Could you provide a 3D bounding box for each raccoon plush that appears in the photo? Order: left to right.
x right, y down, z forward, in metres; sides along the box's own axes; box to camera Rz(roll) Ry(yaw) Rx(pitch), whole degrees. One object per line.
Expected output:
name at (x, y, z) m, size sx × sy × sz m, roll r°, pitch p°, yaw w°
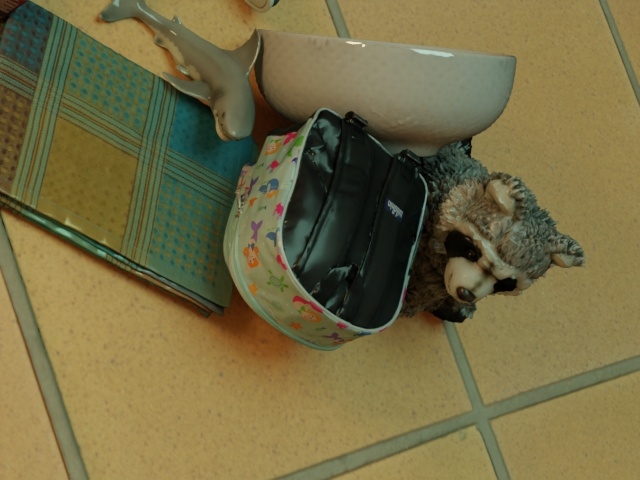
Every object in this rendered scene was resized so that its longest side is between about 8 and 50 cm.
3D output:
raccoon plush at (0.203, -0.095, 2.182) m, size 0.216 × 0.299 × 0.446 m, roll 25°, pitch 55°, yaw -33°

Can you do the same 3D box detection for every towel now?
towel at (-0.241, -0.098, 1.955) m, size 0.370 × 0.040 × 0.271 m, roll 29°, pitch 53°, yaw -29°

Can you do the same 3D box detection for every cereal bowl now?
cereal bowl at (0.076, -0.186, 2.115) m, size 0.339 × 0.339 × 0.141 m, roll 0°, pitch 99°, yaw -43°

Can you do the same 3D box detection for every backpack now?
backpack at (0.000, 0.000, 1.972) m, size 0.225 × 0.191 × 0.254 m, roll 35°, pitch 48°, yaw -31°

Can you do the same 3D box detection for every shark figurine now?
shark figurine at (-0.137, -0.238, 2.048) m, size 0.278 × 0.116 × 0.166 m, roll 49°, pitch 17°, yaw 17°

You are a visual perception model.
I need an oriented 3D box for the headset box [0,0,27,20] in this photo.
headset box at (-0.362, -0.293, 1.897) m, size 0.032 × 0.083 × 0.062 m, roll 24°, pitch 57°, yaw -35°

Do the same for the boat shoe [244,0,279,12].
boat shoe at (-0.108, -0.424, 2.198) m, size 0.079 × 0.095 × 0.255 m, roll -22°, pitch 78°, yaw -35°
